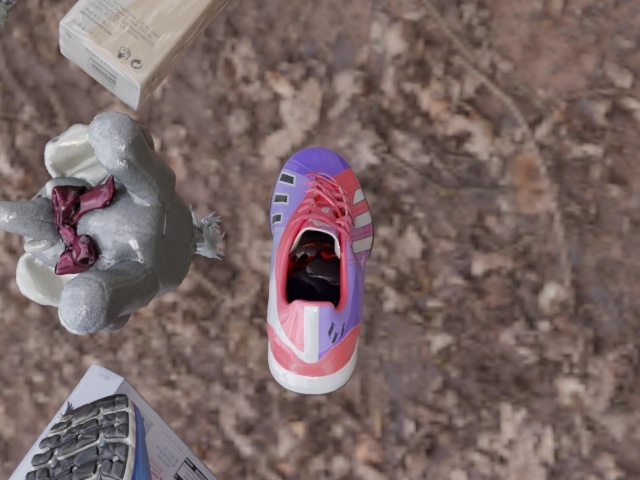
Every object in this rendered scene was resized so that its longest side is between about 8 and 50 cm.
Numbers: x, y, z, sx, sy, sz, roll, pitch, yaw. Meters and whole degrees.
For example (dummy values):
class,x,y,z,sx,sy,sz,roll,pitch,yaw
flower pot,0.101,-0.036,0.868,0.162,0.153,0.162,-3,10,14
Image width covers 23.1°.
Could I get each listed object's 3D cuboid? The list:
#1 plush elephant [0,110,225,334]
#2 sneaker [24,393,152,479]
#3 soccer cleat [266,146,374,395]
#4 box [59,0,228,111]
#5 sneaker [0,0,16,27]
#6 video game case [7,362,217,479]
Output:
class,x,y,z,sx,sy,sz,roll,pitch,yaw
plush elephant,-0.304,-0.022,2.022,0.255,0.330,0.272,5,88,23
sneaker,-0.209,0.315,1.577,0.129,0.147,0.330,-16,60,22
soccer cleat,0.000,0.000,1.523,0.318,0.108,0.116,-86,0,-46
box,-0.166,-0.318,1.852,0.311,0.121,0.148,-52,2,-10
sneaker,-0.360,-0.270,1.481,0.122,0.283,0.110,-44,86,20
video game case,-0.259,0.312,1.829,0.061,0.269,0.244,20,67,34
